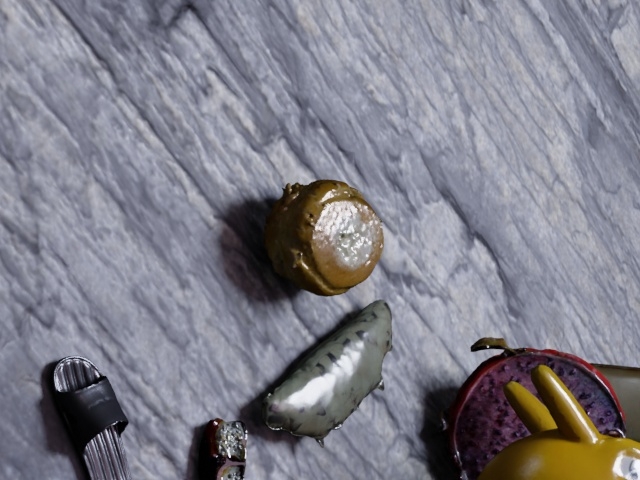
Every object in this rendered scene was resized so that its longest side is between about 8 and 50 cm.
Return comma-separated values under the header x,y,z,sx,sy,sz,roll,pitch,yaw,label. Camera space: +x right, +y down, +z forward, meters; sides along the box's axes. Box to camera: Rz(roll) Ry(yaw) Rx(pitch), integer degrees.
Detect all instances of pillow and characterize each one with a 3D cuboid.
x,y,z,sx,sy,sz,roll,pitch,yaw,label
0.020,0.157,1.749,0.241,0.051,0.093,-39,105,-44,pillow

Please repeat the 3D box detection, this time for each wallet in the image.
x,y,z,sx,sy,sz,roll,pitch,yaw,label
0.429,0.228,2.173,0.198,0.031,0.110,8,77,-45,wallet

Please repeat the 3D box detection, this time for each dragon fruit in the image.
x,y,z,sx,sy,sz,roll,pitch,yaw,label
0.260,0.223,1.915,0.148,0.224,0.218,-49,162,-77,dragon fruit

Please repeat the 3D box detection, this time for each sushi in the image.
x,y,z,sx,sy,sz,roll,pitch,yaw,label
-0.105,0.225,1.624,0.046,0.044,0.083,9,73,-23,sushi

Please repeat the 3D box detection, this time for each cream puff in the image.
x,y,z,sx,sy,sz,roll,pitch,yaw,label
-0.002,-0.003,1.721,0.144,0.103,0.126,20,81,-42,cream puff

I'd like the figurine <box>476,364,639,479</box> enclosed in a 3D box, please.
x,y,z,sx,sy,sz,roll,pitch,yaw,label
0.204,0.357,1.703,0.401,0.268,0.387,44,77,-29,figurine

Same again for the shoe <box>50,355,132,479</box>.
x,y,z,sx,sy,sz,roll,pitch,yaw,label
-0.207,0.184,1.510,0.062,0.053,0.159,-24,102,-42,shoe
